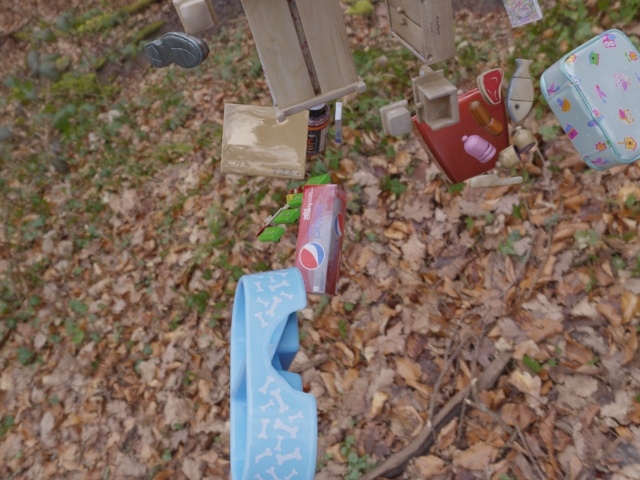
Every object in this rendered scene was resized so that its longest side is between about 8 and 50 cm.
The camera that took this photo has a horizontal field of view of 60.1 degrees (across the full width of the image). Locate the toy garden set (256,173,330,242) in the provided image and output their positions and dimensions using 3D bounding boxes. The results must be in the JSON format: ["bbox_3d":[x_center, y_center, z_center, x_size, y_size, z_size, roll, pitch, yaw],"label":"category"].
[{"bbox_3d":[-0.085,-0.078,1.586,0.244,0.049,0.203,-50,19,-18],"label":"toy garden set"}]

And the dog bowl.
[{"bbox_3d":[-0.066,0.168,0.678,0.166,0.074,0.297,113,157,-50],"label":"dog bowl"}]

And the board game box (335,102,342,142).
[{"bbox_3d":[0.058,-0.370,1.735,0.020,0.090,0.090,2,47,4],"label":"board game box"}]

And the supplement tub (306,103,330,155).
[{"bbox_3d":[-0.025,-0.341,1.605,0.106,0.198,0.106,1,62,-3],"label":"supplement tub"}]

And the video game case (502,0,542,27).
[{"bbox_3d":[0.486,-0.591,1.354,0.011,0.122,0.087,-38,22,-21],"label":"video game case"}]

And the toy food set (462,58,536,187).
[{"bbox_3d":[0.176,-0.114,0.543,0.077,0.122,0.019,-6,12,-7],"label":"toy food set"}]

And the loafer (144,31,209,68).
[{"bbox_3d":[-0.367,-0.510,1.453,0.267,0.096,0.084,15,47,44],"label":"loafer"}]

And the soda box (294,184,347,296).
[{"bbox_3d":[0.000,0.000,1.339,0.092,0.083,0.264,2,79,25],"label":"soda box"}]

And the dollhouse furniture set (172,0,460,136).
[{"bbox_3d":[0.004,-0.284,0.842,0.355,0.303,0.174,-19,37,-1],"label":"dollhouse furniture set"}]

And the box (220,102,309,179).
[{"bbox_3d":[-0.130,-0.233,1.306,0.021,0.201,0.165,-88,3,-84],"label":"box"}]

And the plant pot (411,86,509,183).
[{"bbox_3d":[0.445,-0.324,1.730,0.267,0.236,0.267,-22,10,8],"label":"plant pot"}]

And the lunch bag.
[{"bbox_3d":[0.633,-0.302,1.206,0.224,0.279,0.108,-33,1,-18],"label":"lunch bag"}]
